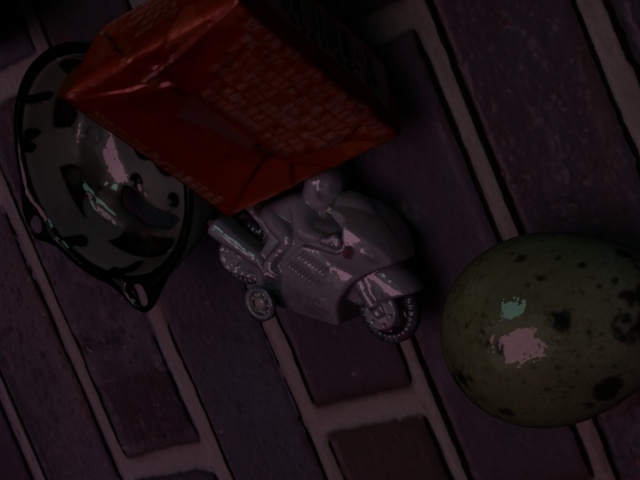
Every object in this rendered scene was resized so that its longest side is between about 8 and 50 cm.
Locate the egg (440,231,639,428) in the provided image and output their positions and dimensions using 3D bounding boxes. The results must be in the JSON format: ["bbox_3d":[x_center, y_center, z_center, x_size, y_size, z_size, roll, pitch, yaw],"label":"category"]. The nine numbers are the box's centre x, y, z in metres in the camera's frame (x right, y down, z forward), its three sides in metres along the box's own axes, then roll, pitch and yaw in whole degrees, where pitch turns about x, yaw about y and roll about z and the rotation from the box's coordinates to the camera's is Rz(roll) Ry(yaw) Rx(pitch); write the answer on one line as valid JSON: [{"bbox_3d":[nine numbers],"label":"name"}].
[{"bbox_3d":[0.216,0.076,1.510,0.228,0.177,0.177,-17,98,32],"label":"egg"}]

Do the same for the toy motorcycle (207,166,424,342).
[{"bbox_3d":[0.000,0.000,1.718,0.260,0.110,0.171,21,116,33],"label":"toy motorcycle"}]

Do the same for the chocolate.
[{"bbox_3d":[-0.081,-0.152,1.618,0.234,0.108,0.237,-25,136,34],"label":"chocolate"}]

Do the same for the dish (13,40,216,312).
[{"bbox_3d":[-0.203,-0.091,1.841,0.303,0.120,0.303,19,121,35],"label":"dish"}]
